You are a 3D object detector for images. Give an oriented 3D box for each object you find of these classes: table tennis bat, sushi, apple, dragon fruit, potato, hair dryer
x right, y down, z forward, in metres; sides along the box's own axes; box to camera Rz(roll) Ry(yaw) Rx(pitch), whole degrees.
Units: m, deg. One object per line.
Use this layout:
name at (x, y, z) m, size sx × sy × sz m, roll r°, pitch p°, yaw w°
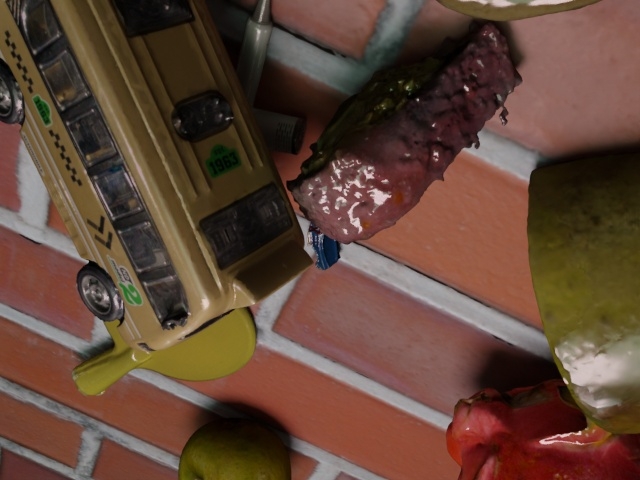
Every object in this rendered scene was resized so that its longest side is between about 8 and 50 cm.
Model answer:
table tennis bat at (-0.248, 0.150, 1.124) m, size 0.368 × 0.054 × 0.224 m, roll -33°, pitch 114°, yaw 34°
sushi at (0.070, -0.091, 0.712) m, size 0.241 × 0.161 × 0.107 m, roll -28°, pitch 115°, yaw 38°
apple at (-0.131, 0.372, 1.185) m, size 0.156 × 0.196 × 0.196 m, roll 1°, pitch 143°, yaw -31°
dragon fruit at (0.289, 0.271, 0.902) m, size 0.305 × 0.226 × 0.305 m, roll -14°, pitch 164°, yaw -4°
potato at (0.386, 0.062, 0.700) m, size 0.280 × 0.213 × 0.330 m, roll -22°, pitch 121°, yaw 35°
hair dryer at (-0.089, -0.183, 0.780) m, size 0.154 × 0.044 × 0.183 m, roll 11°, pitch 128°, yaw 9°

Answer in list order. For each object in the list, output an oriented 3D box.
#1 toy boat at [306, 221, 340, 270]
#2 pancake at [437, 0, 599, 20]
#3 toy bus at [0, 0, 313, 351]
toy boat at (0.000, 0.000, 0.909) m, size 0.038 × 0.038 × 0.083 m, roll 2°, pitch 131°, yaw 18°
pancake at (0.146, -0.301, 0.577) m, size 0.294 × 0.049 × 0.295 m, roll 11°, pitch 133°, yaw 12°
toy bus at (-0.161, -0.086, 0.712) m, size 0.201 × 0.177 × 0.366 m, roll -13°, pitch 105°, yaw 43°
